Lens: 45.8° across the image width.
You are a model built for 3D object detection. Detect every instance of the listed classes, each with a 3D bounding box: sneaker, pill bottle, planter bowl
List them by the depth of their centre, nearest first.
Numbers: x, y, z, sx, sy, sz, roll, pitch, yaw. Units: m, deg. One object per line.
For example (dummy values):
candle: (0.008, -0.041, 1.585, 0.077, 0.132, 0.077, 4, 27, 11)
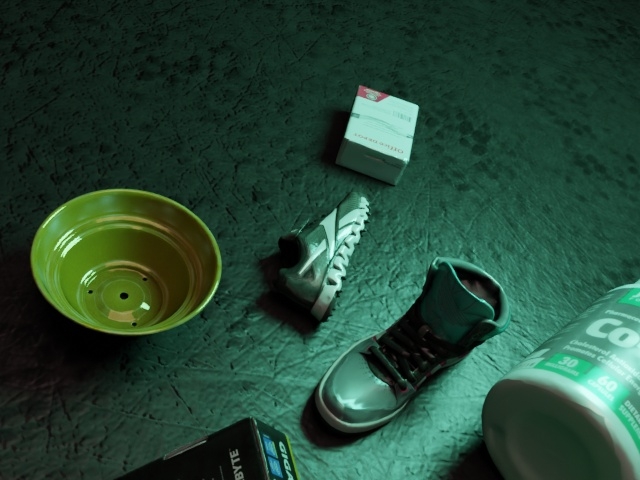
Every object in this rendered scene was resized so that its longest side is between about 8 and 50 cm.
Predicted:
planter bowl: (-0.235, 0.046, 0.917, 0.217, 0.090, 0.217, 10, 49, -12)
sneaker: (0.129, 0.116, 0.931, 0.296, 0.178, 0.124, -29, 65, -36)
pill bottle: (0.387, 0.179, 0.958, 0.361, 0.204, 0.204, -28, 64, -36)
sneaker: (0.000, 0.000, 1.053, 0.106, 0.078, 0.234, 25, 49, -2)

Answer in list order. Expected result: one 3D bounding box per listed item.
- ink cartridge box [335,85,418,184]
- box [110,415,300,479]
ink cartridge box: (0.094, -0.174, 1.249, 0.109, 0.063, 0.150, 20, 47, -4)
box: (-0.113, 0.342, 0.620, 0.257, 0.079, 0.321, -28, 54, 11)
